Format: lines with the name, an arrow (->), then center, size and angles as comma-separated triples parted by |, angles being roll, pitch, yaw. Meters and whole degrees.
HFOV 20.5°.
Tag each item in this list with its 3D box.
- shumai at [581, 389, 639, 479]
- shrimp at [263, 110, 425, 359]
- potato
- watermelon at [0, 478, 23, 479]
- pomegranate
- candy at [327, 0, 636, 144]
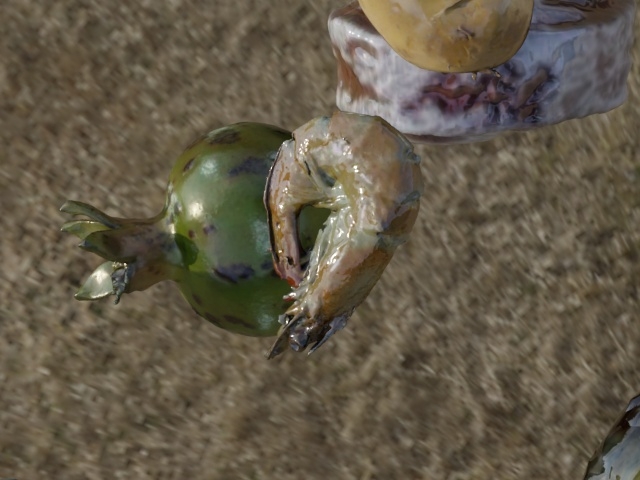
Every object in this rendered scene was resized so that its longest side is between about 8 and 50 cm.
shumai -> 0.353, 0.210, 0.943 | 0.395, 0.348, 0.395 | 0, 90, -15
shrimp -> 0.000, 0.000, 1.120 | 0.099, 0.041, 0.180 | 28, 113, 8
potato -> 0.085, -0.244, 1.489 | 0.235, 0.128, 0.161 | 37, 128, 14
watermelon -> -0.342, 0.384, 2.033 | 0.193, 0.232, 0.310 | -12, 106, 33
pomegranate -> -0.079, -0.009, 1.286 | 0.220, 0.156, 0.156 | 2, 75, 3
candy -> 0.151, -0.171, 1.653 | 0.290, 0.214, 0.157 | -7, 114, -11
